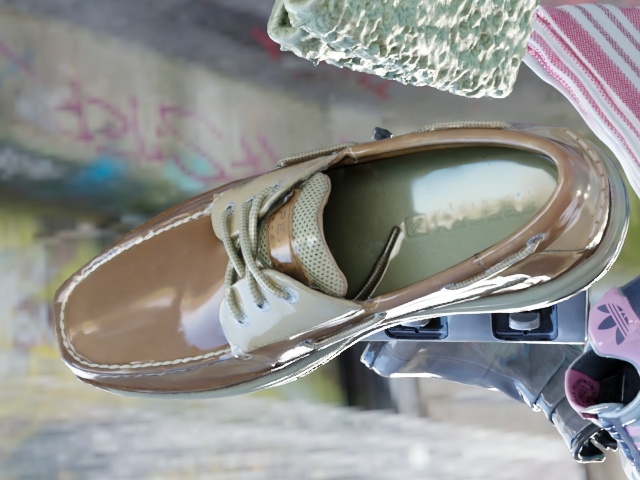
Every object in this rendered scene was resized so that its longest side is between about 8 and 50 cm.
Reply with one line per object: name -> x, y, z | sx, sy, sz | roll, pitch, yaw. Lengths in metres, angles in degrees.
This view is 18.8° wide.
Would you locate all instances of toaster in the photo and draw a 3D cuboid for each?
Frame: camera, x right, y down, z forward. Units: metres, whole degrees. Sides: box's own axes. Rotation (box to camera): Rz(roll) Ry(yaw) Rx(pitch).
toaster -> 0.111, -0.003, 1.379 | 0.168, 0.110, 0.186 | 1, -156, 9

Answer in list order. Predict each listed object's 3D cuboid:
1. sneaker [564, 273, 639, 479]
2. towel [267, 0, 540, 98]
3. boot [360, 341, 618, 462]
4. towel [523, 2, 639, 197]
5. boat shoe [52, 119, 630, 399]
sneaker -> 0.255, 0.122, 1.590 | 0.131, 0.112, 0.319 | -17, 145, -11
towel -> 0.034, -0.091, 0.501 | 0.027, 0.110, 0.148 | 17, -176, 23
boot -> 0.210, 0.141, 2.044 | 0.338, 0.223, 0.118 | -9, 139, -51
towel -> 0.191, -0.053, 0.888 | 0.197, 0.144, 0.029 | -4, 138, -39
boat shoe -> 0.000, 0.000, 1.045 | 0.324, 0.123, 0.120 | -18, 164, 14
